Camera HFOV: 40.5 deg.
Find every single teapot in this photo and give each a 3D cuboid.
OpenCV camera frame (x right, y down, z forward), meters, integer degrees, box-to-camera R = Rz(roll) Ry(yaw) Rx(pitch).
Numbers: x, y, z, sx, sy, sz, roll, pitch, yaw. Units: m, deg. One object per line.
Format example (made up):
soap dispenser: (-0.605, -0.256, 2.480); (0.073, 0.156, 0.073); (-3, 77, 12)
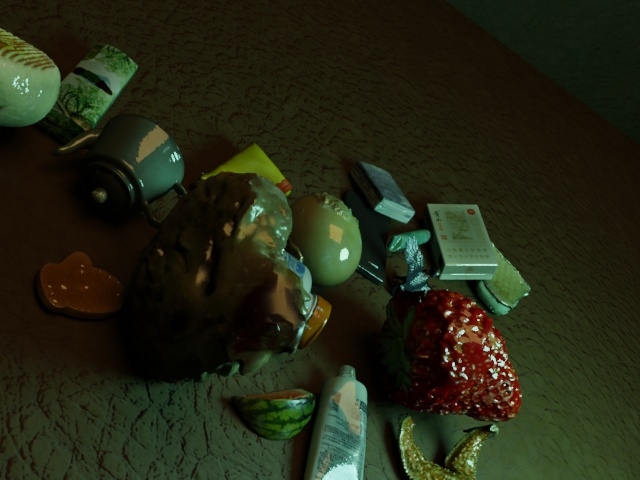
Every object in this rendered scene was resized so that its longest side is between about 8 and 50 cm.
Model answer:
teapot: (-0.326, -0.103, 1.448); (0.239, 0.162, 0.149); (35, 43, -1)

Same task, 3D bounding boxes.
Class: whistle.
whistle: (0.203, -0.002, 1.990); (0.039, 0.039, 0.186); (54, 26, 13)

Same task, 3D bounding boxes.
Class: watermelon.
watermelon: (-0.055, 0.271, 1.409); (0.163, 0.069, 0.087); (2, 53, -49)

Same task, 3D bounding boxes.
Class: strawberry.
strawberry: (0.239, 0.212, 1.615); (0.258, 0.261, 0.261); (5, 47, -18)

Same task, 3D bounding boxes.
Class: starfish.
starfish: (0.264, 0.450, 1.531); (0.312, 0.113, 0.303); (34, 35, -12)

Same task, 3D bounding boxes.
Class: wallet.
wallet: (-0.149, -0.106, 1.717); (0.141, 0.067, 0.241); (46, 33, -2)
wallet: (0.097, -0.013, 1.918); (0.124, 0.025, 0.244); (33, 35, -18)

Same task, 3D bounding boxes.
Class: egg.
egg: (-0.002, -0.001, 1.680); (0.164, 0.164, 0.201); (17, 43, -36)

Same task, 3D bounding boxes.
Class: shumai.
shumai: (-0.148, 0.069, 1.242); (0.217, 0.346, 0.283); (33, 1, -15)

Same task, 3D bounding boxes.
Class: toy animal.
toy animal: (0.205, 0.085, 1.863); (0.062, 0.108, 0.220); (-78, 152, -56)

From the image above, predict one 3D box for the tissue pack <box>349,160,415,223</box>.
tissue pack: (0.146, -0.115, 2.037); (0.112, 0.051, 0.156); (19, 29, -37)

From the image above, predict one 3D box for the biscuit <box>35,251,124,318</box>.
biscuit: (-0.368, 0.069, 1.328); (0.140, 0.023, 0.118); (17, 42, -35)

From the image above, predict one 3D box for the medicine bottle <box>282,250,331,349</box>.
medicine bottle: (-0.122, 0.068, 1.472); (0.289, 0.157, 0.157); (36, 34, -14)

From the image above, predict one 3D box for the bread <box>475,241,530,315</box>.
bread: (0.440, 0.099, 2.133); (0.173, 0.064, 0.232); (21, 40, -27)

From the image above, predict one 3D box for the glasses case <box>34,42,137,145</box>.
glasses case: (-0.428, -0.274, 1.597); (0.095, 0.062, 0.272); (35, 34, -15)

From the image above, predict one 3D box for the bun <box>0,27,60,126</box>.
bun: (-0.543, -0.265, 1.381); (0.244, 0.153, 0.244); (34, 14, -10)

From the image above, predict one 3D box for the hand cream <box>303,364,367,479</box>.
hand cream: (0.025, 0.351, 1.429); (0.124, 0.078, 0.340); (32, 43, -21)

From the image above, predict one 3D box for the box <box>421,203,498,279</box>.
box: (0.332, 0.002, 2.080); (0.141, 0.058, 0.201); (-1, 49, -13)
